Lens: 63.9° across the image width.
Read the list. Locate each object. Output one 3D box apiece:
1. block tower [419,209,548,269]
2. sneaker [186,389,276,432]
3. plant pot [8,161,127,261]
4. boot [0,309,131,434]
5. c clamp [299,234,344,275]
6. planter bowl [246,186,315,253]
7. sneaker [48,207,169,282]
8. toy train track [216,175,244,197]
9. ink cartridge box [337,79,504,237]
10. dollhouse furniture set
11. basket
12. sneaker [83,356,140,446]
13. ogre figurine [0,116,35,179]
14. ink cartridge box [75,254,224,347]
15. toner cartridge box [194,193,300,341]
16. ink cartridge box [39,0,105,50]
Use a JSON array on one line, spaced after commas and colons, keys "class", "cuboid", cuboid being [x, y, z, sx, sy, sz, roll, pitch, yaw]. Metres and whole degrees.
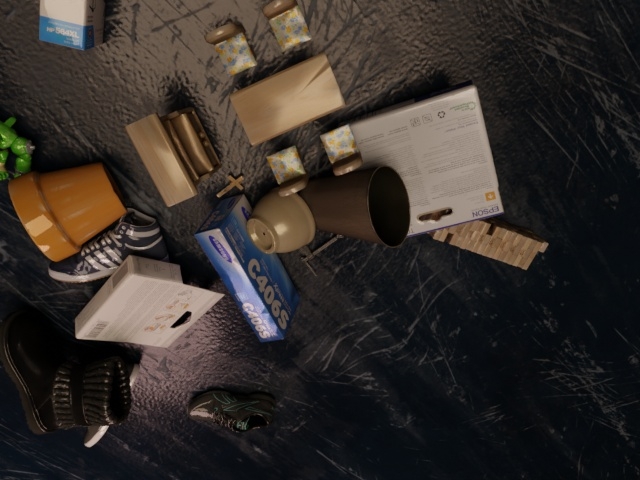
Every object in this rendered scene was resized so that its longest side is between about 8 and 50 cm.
[{"class": "block tower", "cuboid": [0.437, -0.018, 1.386, 0.336, 0.091, 0.097, 16, 113, -15]}, {"class": "sneaker", "cuboid": [-0.267, 0.515, 1.540, 0.268, 0.106, 0.101, -1, 117, -6]}, {"class": "plant pot", "cuboid": [-0.555, -0.083, 1.166, 0.188, 0.205, 0.205, -26, 118, -12]}, {"class": "boot", "cuboid": [-0.640, 0.320, 1.309, 0.261, 0.131, 0.347, -15, 97, 17]}, {"class": "c clamp", "cuboid": [0.000, 0.000, 1.374, 0.161, 0.022, 0.137, -41, 109, 14]}, {"class": "planter bowl", "cuboid": [-0.108, -0.035, 1.235, 0.109, 0.162, 0.161, -37, 124, -35]}, {"class": "sneaker", "cuboid": [-0.524, 0.009, 1.255, 0.283, 0.099, 0.153, -6, 122, -13]}, {"class": "toy train track", "cuboid": [-0.225, -0.136, 1.277, 0.083, 0.014, 0.048, -35, 123, 15]}, {"class": "ink cartridge box", "cuboid": [0.246, -0.178, 1.247, 0.325, 0.071, 0.329, -14, 119, 17]}, {"class": "dollhouse furniture set", "cuboid": [-0.150, -0.251, 1.064, 0.395, 0.256, 0.361, -22, 107, 9]}, {"class": "basket", "cuboid": [0.071, -0.082, 1.214, 0.154, 0.227, 0.204, -54, 131, -30]}, {"class": "sneaker", "cuboid": [-0.644, 0.448, 1.459, 0.147, 0.104, 0.295, 28, 103, -18]}, {"class": "ogre figurine", "cuboid": [-0.719, -0.217, 1.127, 0.118, 0.097, 0.197, -36, 101, 29]}, {"class": "ink cartridge box", "cuboid": [-0.442, 0.170, 1.330, 0.261, 0.066, 0.296, 19, 130, -43]}, {"class": "toner cartridge box", "cuboid": [-0.171, 0.074, 1.296, 0.075, 0.165, 0.347, -14, 120, 23]}, {"class": "ink cartridge box", "cuboid": [-0.473, -0.488, 0.993, 0.086, 0.148, 0.203, 11, 114, -12]}]
